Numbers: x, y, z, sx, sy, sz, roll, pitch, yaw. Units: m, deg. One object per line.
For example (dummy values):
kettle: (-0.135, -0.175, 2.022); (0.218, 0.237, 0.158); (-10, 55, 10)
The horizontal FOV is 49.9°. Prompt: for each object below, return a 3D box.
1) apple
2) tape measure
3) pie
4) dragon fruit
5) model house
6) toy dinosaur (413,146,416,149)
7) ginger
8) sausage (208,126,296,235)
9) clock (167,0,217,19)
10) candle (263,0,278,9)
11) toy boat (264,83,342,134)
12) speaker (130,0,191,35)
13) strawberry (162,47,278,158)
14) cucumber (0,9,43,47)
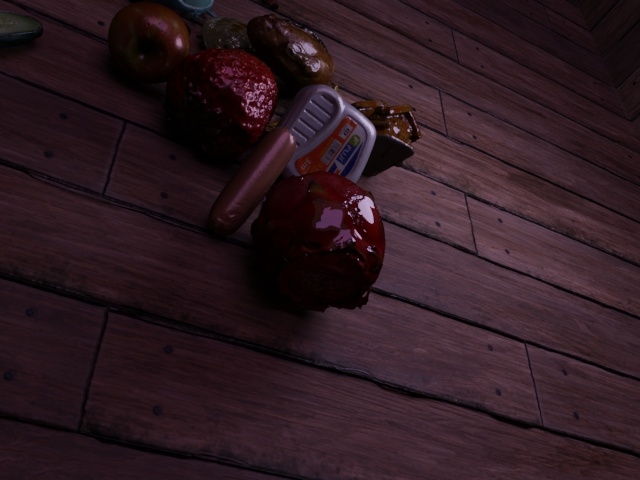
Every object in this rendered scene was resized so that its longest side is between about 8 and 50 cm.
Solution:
apple: (-0.409, -0.477, 1.654); (0.195, 0.196, 0.196); (19, 45, -21)
tape measure: (-0.013, -0.233, 1.693); (0.265, 0.258, 0.130); (35, -3, -22)
pie: (-0.218, -0.526, 1.908); (0.201, 0.090, 0.248); (-13, 67, -47)
dragon fruit: (0.000, 0.000, 1.466); (0.295, 0.296, 0.302); (24, 24, -17)
model house: (0.147, -0.315, 1.915); (0.219, 0.199, 0.229); (35, 44, -24)
toy dinosaur: (0.218, -0.287, 2.053); (0.180, 0.037, 0.058); (20, 21, -30)
ginger: (-0.059, -0.497, 1.869); (0.321, 0.172, 0.165); (39, 73, -53)
sausage: (-0.150, -0.133, 1.531); (0.086, 0.086, 0.289); (37, 74, -3)
clock: (-0.376, -0.715, 1.980); (0.159, 0.066, 0.211); (-24, 71, -44)
candle: (-0.204, -0.882, 2.258); (0.048, 0.051, 0.329); (-6, 57, -27)
toy boat: (-0.044, -0.323, 1.832); (0.140, 0.099, 0.318); (20, 39, 33)
speaker: (-0.444, -0.624, 1.865); (0.082, 0.044, 0.218); (-21, 68, -45)
strawberry: (-0.219, -0.346, 1.631); (0.257, 0.257, 0.277); (39, 53, 0)
cucumber: (-0.725, -0.452, 1.500); (0.243, 0.063, 0.115); (-15, 56, -42)
